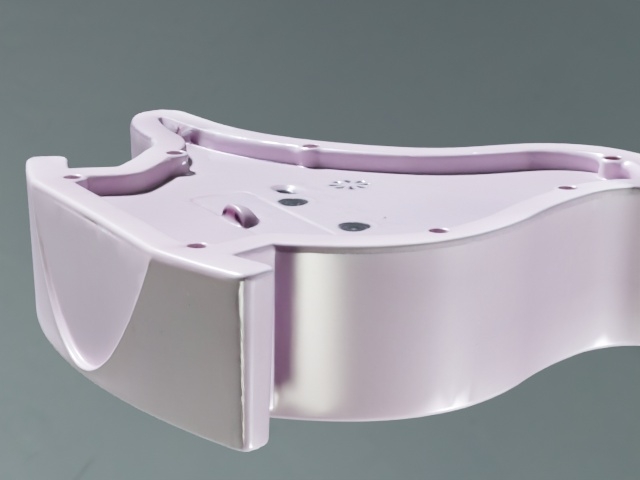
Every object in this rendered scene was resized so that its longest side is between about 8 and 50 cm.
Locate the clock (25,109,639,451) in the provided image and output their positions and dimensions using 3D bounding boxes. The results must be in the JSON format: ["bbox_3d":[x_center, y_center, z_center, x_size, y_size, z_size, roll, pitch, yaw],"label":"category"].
[{"bbox_3d":[0.000,0.000,0.914,0.275,0.290,0.080,-9,108,-31],"label":"clock"}]
